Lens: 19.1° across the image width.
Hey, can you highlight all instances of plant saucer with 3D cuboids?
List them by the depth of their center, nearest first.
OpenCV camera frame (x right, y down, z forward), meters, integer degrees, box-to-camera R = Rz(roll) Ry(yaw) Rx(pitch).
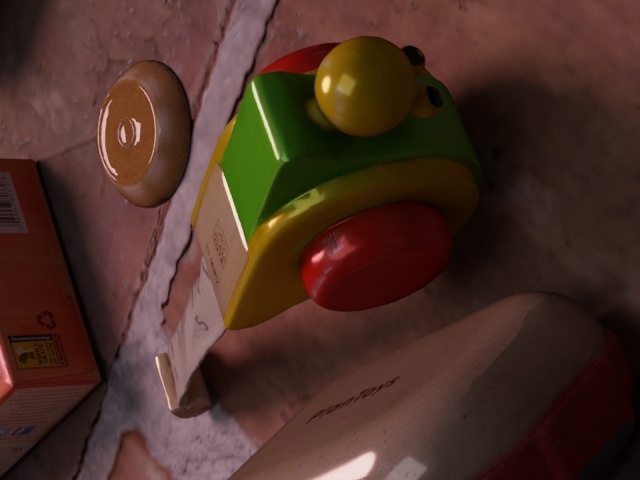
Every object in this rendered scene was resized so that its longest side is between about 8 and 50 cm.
[{"bbox_3d":[-0.103,-0.060,1.064,0.083,0.015,0.083,2,92,50],"label":"plant saucer"}]

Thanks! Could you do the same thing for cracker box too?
[{"bbox_3d":[-0.237,0.073,1.185,0.232,0.067,0.155,-43,58,42],"label":"cracker box"}]

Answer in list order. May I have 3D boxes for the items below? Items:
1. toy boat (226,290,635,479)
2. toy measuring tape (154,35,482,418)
[{"bbox_3d":[0.051,0.130,0.813,0.231,0.151,0.151,-30,97,46],"label":"toy boat"},{"bbox_3d":[0.000,0.000,0.904,0.330,0.121,0.121,116,138,-60],"label":"toy measuring tape"}]
